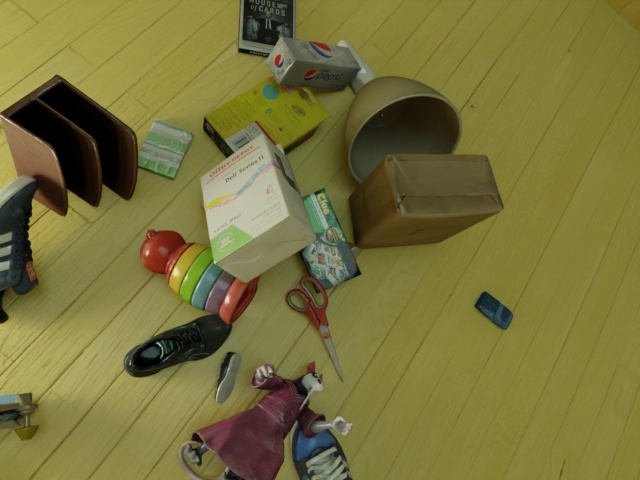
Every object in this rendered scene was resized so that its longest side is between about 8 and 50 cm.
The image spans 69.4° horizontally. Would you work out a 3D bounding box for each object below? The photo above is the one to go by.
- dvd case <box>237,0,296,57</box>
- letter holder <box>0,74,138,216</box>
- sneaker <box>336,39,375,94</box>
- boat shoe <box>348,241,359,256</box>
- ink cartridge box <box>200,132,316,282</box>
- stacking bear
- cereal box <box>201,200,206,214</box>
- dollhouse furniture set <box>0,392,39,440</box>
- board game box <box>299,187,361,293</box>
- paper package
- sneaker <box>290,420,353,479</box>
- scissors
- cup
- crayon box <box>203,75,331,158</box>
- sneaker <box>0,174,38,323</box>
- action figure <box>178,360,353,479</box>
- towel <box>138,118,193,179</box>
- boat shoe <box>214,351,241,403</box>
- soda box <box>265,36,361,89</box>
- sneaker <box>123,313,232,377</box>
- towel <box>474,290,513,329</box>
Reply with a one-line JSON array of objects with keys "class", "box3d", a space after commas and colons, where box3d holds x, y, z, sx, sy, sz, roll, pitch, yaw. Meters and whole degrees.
[{"class": "dvd case", "box3d": [-0.167, -0.688, 1.466, 0.180, 0.029, 0.238, 4, 74, -16]}, {"class": "letter holder", "box3d": [-0.548, -0.171, 1.047, 0.215, 0.302, 0.152, 36, 56, -5]}, {"class": "sneaker", "box3d": [0.127, -0.554, 1.500, 0.094, 0.080, 0.212, -29, 91, -33]}, {"class": "boat shoe", "box3d": [0.047, 0.057, 1.312, 0.137, 0.049, 0.043, -41, 52, -9]}, {"class": "ink cartridge box", "box3d": [-0.163, -0.105, 1.092, 0.207, 0.119, 0.353, -32, 50, 14]}, {"class": "stacking bear", "box3d": [-0.308, 0.072, 1.144, 0.289, 0.175, 0.164, 28, 42, 5]}, {"class": "cereal box", "box3d": [-0.182, -0.083, 1.279, 0.240, 0.047, 0.172, -32, 88, -22]}, {"class": "dollhouse furniture set", "box3d": [-0.736, 0.404, 0.849, 0.304, 0.286, 0.197, -5, 76, -6]}, {"class": "board game box", "box3d": [0.000, 0.000, 1.265, 0.136, 0.030, 0.259, -23, 88, -2]}, {"class": "paper package", "box3d": [0.269, -0.099, 1.269, 0.310, 0.325, 0.167, -3, 75, -17]}, {"class": "sneaker", "box3d": [0.042, 0.573, 1.059, 0.130, 0.236, 0.322, -17, 80, -20]}, {"class": "scissors", "box3d": [0.016, 0.234, 1.235, 0.109, 0.021, 0.297, -35, 86, 13]}, {"class": "cup", "box3d": [0.208, -0.345, 1.354, 0.332, 0.330, 0.236, -3, 50, -17]}, {"class": "crayon box", "box3d": [-0.151, -0.342, 1.345, 0.319, 0.081, 0.202, -38, 88, -22]}, {"class": "sneaker", "box3d": [-0.683, 0.030, 1.026, 0.148, 0.131, 0.349, 29, 97, -13]}, {"class": "action figure", "box3d": [-0.110, 0.437, 1.096, 0.248, 0.275, 0.370, 47, 45, 8]}, {"class": "towel", "box3d": [-0.429, -0.251, 1.272, 0.113, 0.023, 0.151, 20, 72, -8]}, {"class": "boat shoe", "box3d": [-0.237, 0.339, 1.150, 0.046, 0.038, 0.125, 34, 67, -51]}, {"class": "soda box", "box3d": [-0.015, -0.518, 1.366, 0.287, 0.098, 0.091, -15, 70, -44]}, {"class": "sneaker", "box3d": [-0.334, 0.254, 1.110, 0.268, 0.106, 0.101, -24, 82, -23]}, {"class": "towel", "box3d": [0.536, 0.214, 1.420, 0.120, 0.029, 0.067, 38, 67, -3]}]
